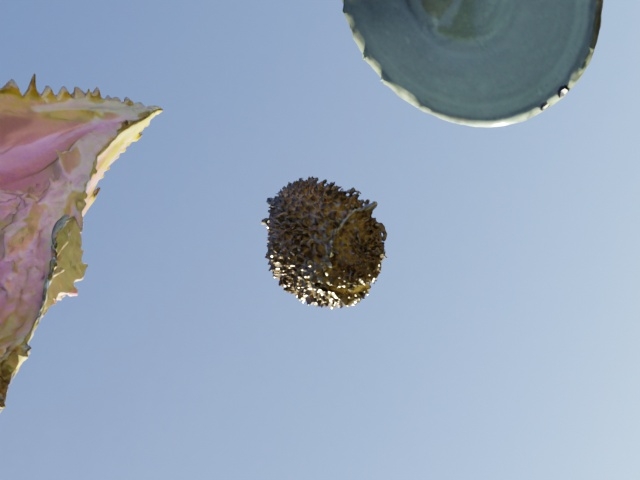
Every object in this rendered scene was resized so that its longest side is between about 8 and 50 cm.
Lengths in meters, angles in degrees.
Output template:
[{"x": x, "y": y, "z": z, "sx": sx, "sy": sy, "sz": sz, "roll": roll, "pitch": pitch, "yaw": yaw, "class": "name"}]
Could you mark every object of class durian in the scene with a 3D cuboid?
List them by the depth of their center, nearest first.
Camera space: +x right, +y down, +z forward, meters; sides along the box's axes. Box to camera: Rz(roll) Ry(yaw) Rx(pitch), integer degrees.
[{"x": -0.151, "y": 0.009, "z": 0.738, "sx": 0.165, "sy": 0.132, "sz": 0.182, "roll": 28, "pitch": -126, "yaw": -50, "class": "durian"}, {"x": 0.000, "y": 0.000, "z": 1.071, "sx": 0.080, "sy": 0.091, "sz": 0.080, "roll": -33, "pitch": -38, "yaw": -30, "class": "durian"}]

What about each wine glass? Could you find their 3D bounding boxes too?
[{"x": 0.182, "y": -0.174, "z": 0.649, "sx": 0.096, "sy": 0.264, "sz": 0.309, "roll": 57, "pitch": -140, "yaw": -3, "class": "wine glass"}]
